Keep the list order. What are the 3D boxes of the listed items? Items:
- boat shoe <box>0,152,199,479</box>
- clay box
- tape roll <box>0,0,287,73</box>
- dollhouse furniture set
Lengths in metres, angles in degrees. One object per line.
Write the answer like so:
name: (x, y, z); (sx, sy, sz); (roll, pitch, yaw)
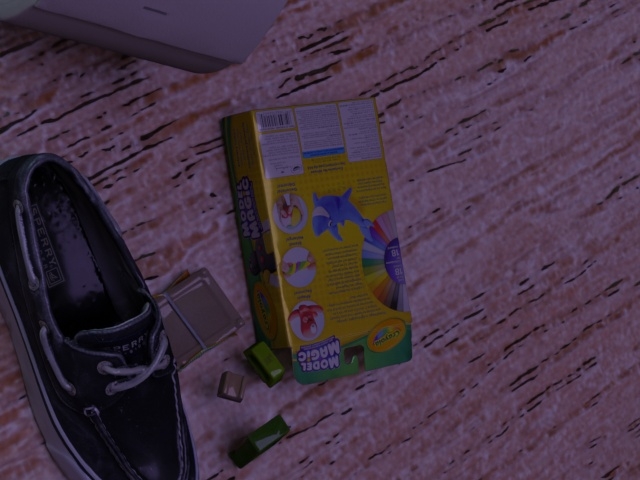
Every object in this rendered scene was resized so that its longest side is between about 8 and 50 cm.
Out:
boat shoe: (-0.158, 0.074, 1.329); (0.108, 0.102, 0.301); (-27, 99, -34)
clay box: (0.000, 0.000, 1.476); (0.127, 0.053, 0.222); (-9, 91, -35)
tape roll: (-0.130, -0.256, 1.300); (0.169, 0.246, 0.246); (13, 77, -33)
dollhouse furniture set: (-0.083, 0.101, 1.427); (0.076, 0.058, 0.152); (-35, 85, -25)
